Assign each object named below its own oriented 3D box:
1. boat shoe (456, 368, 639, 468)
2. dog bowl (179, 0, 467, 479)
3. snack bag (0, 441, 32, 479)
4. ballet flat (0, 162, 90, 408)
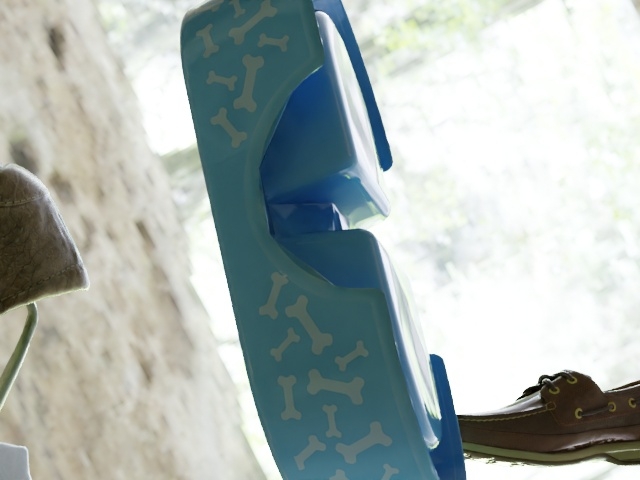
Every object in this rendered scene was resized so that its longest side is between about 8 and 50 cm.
[{"bbox_3d":[0.145,0.109,0.963,0.064,0.178,0.060,168,103,-65],"label":"boat shoe"},{"bbox_3d":[0.000,0.000,0.770,0.166,0.074,0.297,47,-152,-71],"label":"dog bowl"},{"bbox_3d":[-0.306,0.294,1.211,0.323,0.037,0.342,28,-141,-53],"label":"snack bag"},{"bbox_3d":[-0.261,0.105,0.874,0.124,0.342,0.116,46,169,-11],"label":"ballet flat"}]
